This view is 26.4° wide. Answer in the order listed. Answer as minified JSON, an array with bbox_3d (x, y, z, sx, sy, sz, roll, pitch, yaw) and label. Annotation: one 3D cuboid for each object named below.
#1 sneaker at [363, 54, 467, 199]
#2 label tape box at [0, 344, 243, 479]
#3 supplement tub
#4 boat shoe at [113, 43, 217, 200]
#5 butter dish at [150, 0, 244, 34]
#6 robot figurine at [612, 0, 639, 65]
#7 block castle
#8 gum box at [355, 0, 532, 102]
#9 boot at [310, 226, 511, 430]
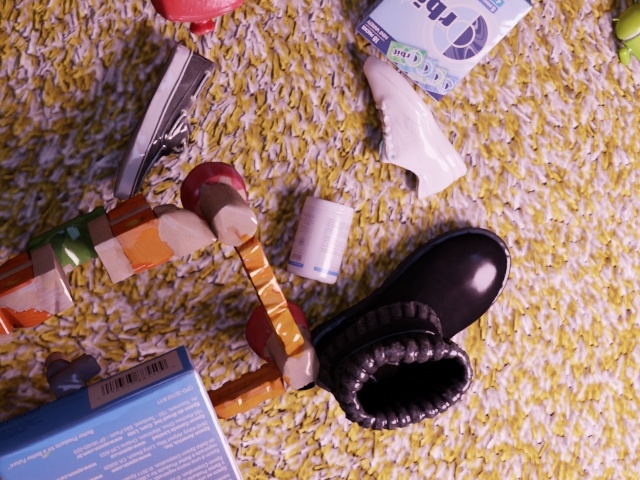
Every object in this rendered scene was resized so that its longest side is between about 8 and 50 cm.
[{"bbox_3d":[0.109,-0.151,1.865,0.094,0.080,0.212,-36,103,1],"label":"sneaker"},{"bbox_3d":[-0.205,0.334,1.609,0.249,0.115,0.348,-23,109,-8],"label":"label tape box"},{"bbox_3d":[0.000,0.000,1.842,0.071,0.071,0.107,16,89,-16],"label":"supplement tub"},{"bbox_3d":[-0.201,-0.146,1.774,0.070,0.078,0.219,26,85,-14],"label":"boat shoe"},{"bbox_3d":[-0.160,-0.323,1.754,0.160,0.160,0.118,-15,120,-14],"label":"butter dish"},{"bbox_3d":[0.472,-0.292,1.956,0.101,0.067,0.115,-45,103,0],"label":"robot figurine"},{"bbox_3d":[-0.253,0.118,1.713,0.453,0.213,0.303,-26,112,-6],"label":"block castle"},{"bbox_3d":[0.166,-0.305,1.843,0.157,0.041,0.184,40,112,-15],"label":"gum box"},{"bbox_3d":[0.147,0.114,1.790,0.348,0.260,0.131,-37,102,-10],"label":"boot"}]
